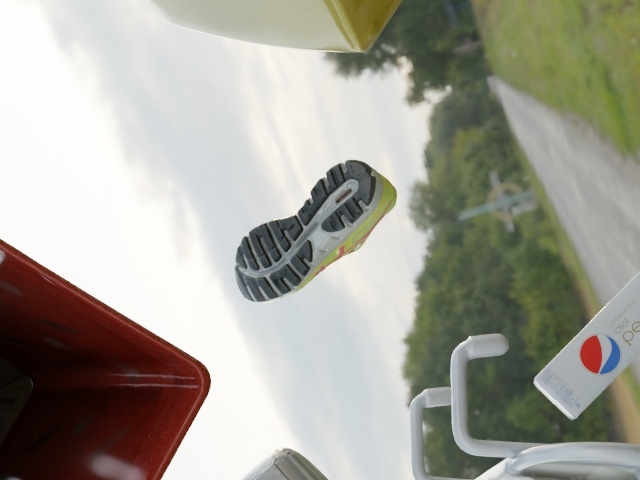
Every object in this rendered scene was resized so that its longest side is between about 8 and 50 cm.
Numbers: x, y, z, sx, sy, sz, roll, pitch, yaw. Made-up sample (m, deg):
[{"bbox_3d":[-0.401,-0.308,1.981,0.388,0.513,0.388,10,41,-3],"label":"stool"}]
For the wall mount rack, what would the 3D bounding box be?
[{"bbox_3d":[0.241,0.156,1.016,0.350,0.304,0.130,106,167,-70],"label":"wall mount rack"}]

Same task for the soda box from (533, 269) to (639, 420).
[{"bbox_3d":[0.354,0.116,1.448,0.069,0.216,0.074,45,178,14],"label":"soda box"}]

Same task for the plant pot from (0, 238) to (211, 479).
[{"bbox_3d":[-0.284,0.140,0.845,0.267,0.267,0.236,35,162,-22],"label":"plant pot"}]

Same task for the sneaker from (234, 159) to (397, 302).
[{"bbox_3d":[0.000,0.000,1.253,0.094,0.208,0.081,5,-127,-58],"label":"sneaker"}]

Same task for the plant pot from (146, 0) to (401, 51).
[{"bbox_3d":[-0.021,-0.255,0.855,0.187,0.212,0.212,28,170,23],"label":"plant pot"}]

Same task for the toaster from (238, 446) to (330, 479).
[{"bbox_3d":[-0.010,0.296,1.149,0.146,0.129,0.227,45,172,31],"label":"toaster"}]
